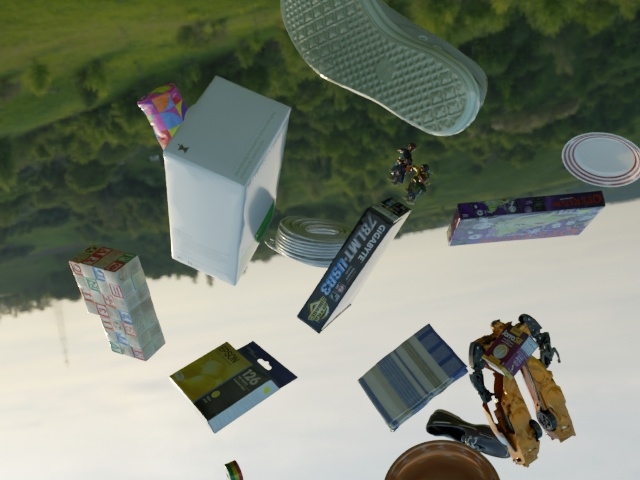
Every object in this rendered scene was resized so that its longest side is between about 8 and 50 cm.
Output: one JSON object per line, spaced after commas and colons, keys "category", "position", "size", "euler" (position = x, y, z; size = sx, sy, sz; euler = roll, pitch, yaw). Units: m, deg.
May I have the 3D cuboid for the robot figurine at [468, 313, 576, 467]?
{"category": "robot figurine", "position": [0.403, 0.297, 1.414], "size": [0.211, 0.291, 0.085], "euler": [-23, -178, -22]}

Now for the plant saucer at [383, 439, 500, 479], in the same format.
{"category": "plant saucer", "position": [0.203, 0.428, 1.152], "size": [0.200, 0.037, 0.200], "euler": [-9, -139, 8]}

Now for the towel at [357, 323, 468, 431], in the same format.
{"category": "towel", "position": [0.261, 0.392, 1.990], "size": [0.285, 0.209, 0.034], "euler": [-39, 136, -1]}

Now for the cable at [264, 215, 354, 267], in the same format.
{"category": "cable", "position": [0.000, 0.000, 1.978], "size": [0.257, 0.089, 0.257], "euler": [-4, -160, -33]}

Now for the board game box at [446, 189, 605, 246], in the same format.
{"category": "board game box", "position": [0.502, -0.051, 1.727], "size": [0.347, 0.056, 0.208], "euler": [-5, 165, 1]}

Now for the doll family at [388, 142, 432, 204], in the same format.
{"category": "doll family", "position": [0.254, -0.195, 1.939], "size": [0.076, 0.193, 0.111], "euler": [-6, 137, -41]}

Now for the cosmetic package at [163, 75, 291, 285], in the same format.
{"category": "cosmetic package", "position": [-0.176, -0.096, 1.279], "size": [0.155, 0.197, 0.365], "euler": [24, 151, 4]}

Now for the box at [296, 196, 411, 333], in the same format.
{"category": "box", "position": [0.086, 0.046, 1.571], "size": [0.073, 0.295, 0.293], "euler": [35, -166, 10]}

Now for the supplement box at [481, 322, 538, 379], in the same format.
{"category": "supplement box", "position": [0.346, 0.203, 1.263], "size": [0.083, 0.043, 0.055], "euler": [-50, -145, -6]}

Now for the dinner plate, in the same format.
{"category": "dinner plate", "position": [0.504, -0.146, 1.230], "size": [0.141, 0.141, 0.017], "euler": [-9, -136, 49]}

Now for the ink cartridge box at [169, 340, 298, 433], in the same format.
{"category": "ink cartridge box", "position": [-0.278, 0.429, 2.171], "size": [0.307, 0.072, 0.303], "euler": [-32, -149, -22]}

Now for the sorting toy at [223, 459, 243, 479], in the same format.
{"category": "sorting toy", "position": [-0.139, 0.558, 1.367], "size": [0.046, 0.274, 0.132], "euler": [-18, -139, -24]}

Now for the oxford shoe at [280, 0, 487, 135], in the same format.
{"category": "oxford shoe", "position": [0.101, -0.326, 1.179], "size": [0.130, 0.449, 0.169], "euler": [-19, 142, -49]}

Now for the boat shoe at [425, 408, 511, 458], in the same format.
{"category": "boat shoe", "position": [0.334, 0.449, 1.561], "size": [0.206, 0.075, 0.065], "euler": [17, -153, 31]}

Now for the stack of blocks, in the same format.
{"category": "stack of blocks", "position": [-0.541, 0.169, 1.855], "size": [0.171, 0.297, 0.087], "euler": [10, -145, 29]}

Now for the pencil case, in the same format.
{"category": "pencil case", "position": [-0.330, -0.238, 1.591], "size": [0.104, 0.236, 0.104], "euler": [-17, -153, 9]}
